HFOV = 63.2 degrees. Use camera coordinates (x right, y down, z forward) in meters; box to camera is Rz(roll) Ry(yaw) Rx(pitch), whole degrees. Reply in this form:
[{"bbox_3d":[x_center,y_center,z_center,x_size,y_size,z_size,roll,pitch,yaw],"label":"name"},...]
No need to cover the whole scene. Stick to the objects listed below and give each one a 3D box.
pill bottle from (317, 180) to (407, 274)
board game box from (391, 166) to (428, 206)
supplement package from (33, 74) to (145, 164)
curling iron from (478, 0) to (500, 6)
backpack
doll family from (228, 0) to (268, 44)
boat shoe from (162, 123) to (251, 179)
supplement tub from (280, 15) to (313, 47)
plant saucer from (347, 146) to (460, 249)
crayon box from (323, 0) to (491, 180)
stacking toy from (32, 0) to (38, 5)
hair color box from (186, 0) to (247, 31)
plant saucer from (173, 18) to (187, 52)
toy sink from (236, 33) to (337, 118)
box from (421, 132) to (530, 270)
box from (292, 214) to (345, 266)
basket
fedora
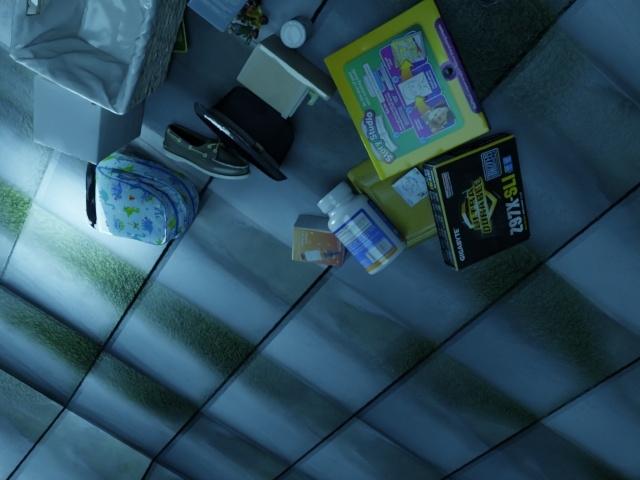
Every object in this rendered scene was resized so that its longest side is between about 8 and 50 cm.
[{"bbox_3d":[0.119,-0.043,1.564,0.272,0.152,0.152,49,119,0],"label":"pill bottle"},{"bbox_3d":[0.268,-0.156,1.500,0.090,0.020,0.090,-38,106,27],"label":"board game box"},{"bbox_3d":[-0.671,-0.388,1.530,0.198,0.263,0.199,20,121,1],"label":"supplement package"},{"bbox_3d":[0.342,-0.675,1.266,0.274,0.035,0.068,39,120,-11],"label":"curling iron"},{"bbox_3d":[-0.579,-0.125,1.693,0.355,0.273,0.290,10,115,-7],"label":"backpack"},{"bbox_3d":[-0.181,-0.628,1.388,0.111,0.076,0.193,22,129,22],"label":"doll family"},{"bbox_3d":[-0.352,-0.273,1.605,0.305,0.109,0.091,21,122,13],"label":"boat shoe"},{"bbox_3d":[-0.062,-0.557,1.385,0.071,0.107,0.071,5,120,9],"label":"supplement tub"},{"bbox_3d":[0.296,-0.139,1.563,0.332,0.081,0.333,-29,110,26],"label":"plant saucer"},{"bbox_3d":[0.230,-0.389,1.378,0.313,0.106,0.363,-23,99,25],"label":"crayon box"},{"bbox_3d":[-0.879,-0.784,1.362,0.480,0.351,0.350,36,122,-26],"label":"stacking toy"},{"bbox_3d":[-0.171,-0.704,1.227,0.113,0.185,0.374,29,118,-39],"label":"hair color box"},{"bbox_3d":[-0.467,-0.635,1.468,0.188,0.045,0.188,5,121,9],"label":"plant saucer"},{"bbox_3d":[-0.088,-0.434,1.437,0.234,0.153,0.131,35,121,-10],"label":"toy sink"},{"bbox_3d":[0.445,-0.109,1.468,0.257,0.079,0.322,-22,112,-13],"label":"box"},{"bbox_3d":[0.000,0.000,1.704,0.170,0.091,0.130,7,121,9],"label":"box"},{"bbox_3d":[-0.556,-0.564,1.346,0.331,0.266,0.328,28,122,-3],"label":"basket"},{"bbox_3d":[-0.194,-0.323,1.498,0.334,0.334,0.152,39,87,-11],"label":"fedora"}]
